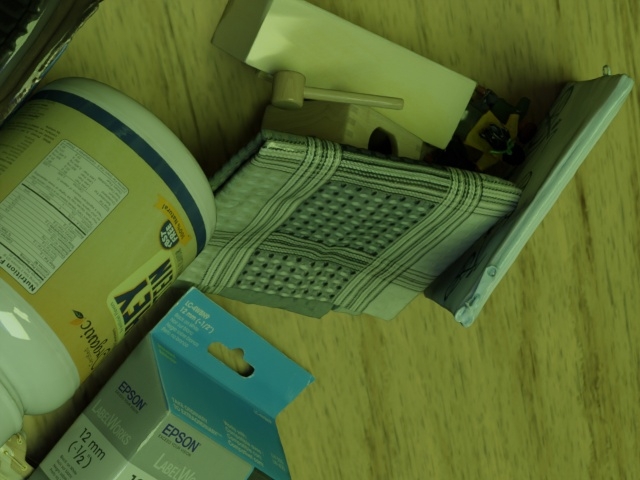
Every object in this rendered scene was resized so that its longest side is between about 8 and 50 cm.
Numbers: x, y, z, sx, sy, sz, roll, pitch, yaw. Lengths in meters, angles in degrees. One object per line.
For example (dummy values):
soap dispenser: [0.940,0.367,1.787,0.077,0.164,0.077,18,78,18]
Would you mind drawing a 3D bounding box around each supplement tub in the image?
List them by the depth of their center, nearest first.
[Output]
supplement tub: [-0.274,0.022,1.534,0.316,0.228,0.228,-50,123,-25]

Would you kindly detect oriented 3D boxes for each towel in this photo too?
towel: [0.000,0.000,1.715,0.312,0.324,0.056,10,59,-28]

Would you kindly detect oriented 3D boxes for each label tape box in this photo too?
label tape box: [-0.158,0.258,1.787,0.347,0.115,0.249,-49,135,-1]

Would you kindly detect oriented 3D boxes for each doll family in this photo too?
doll family: [0.174,-0.092,1.841,0.111,0.076,0.193,37,93,12]

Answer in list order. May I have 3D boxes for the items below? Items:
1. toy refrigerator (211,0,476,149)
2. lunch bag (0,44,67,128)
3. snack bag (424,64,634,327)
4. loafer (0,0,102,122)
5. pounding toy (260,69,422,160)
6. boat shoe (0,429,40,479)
toy refrigerator: [0.025,-0.189,1.747,0.270,0.102,0.094,21,98,-31]
lunch bag: [-0.359,-0.182,1.570,0.219,0.090,0.176,-51,124,-1]
snack bag: [0.231,-0.052,1.781,0.037,0.342,0.323,35,91,-3]
loafer: [-0.238,-0.237,1.481,0.366,0.134,0.130,-54,147,0]
pounding toy: [0.012,-0.098,1.691,0.206,0.181,0.094,26,70,-45]
boat shoe: [-0.343,0.226,1.745,0.059,0.063,0.170,-41,130,-10]
